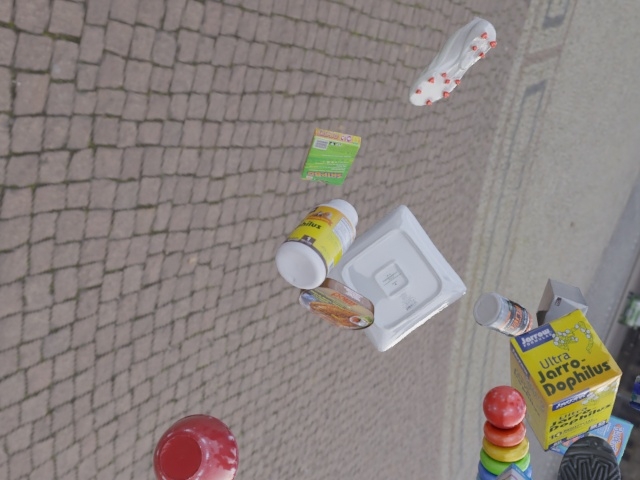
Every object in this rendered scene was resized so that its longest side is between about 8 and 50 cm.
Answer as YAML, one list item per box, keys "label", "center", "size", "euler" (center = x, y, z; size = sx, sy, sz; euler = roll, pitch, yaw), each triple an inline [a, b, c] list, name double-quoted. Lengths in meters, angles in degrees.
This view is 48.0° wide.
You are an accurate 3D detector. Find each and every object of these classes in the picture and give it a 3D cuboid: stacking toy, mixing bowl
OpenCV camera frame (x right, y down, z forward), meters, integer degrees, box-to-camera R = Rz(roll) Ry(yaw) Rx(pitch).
- label: "stacking toy"
  center: [0.399, 0.457, 1.550]
  size: [0.141, 0.141, 0.331]
  euler: [-35, 126, -50]
- label: "mixing bowl"
  center: [-0.261, 0.435, 1.430]
  size: [0.182, 0.181, 0.098]
  euler: [-63, 164, -13]

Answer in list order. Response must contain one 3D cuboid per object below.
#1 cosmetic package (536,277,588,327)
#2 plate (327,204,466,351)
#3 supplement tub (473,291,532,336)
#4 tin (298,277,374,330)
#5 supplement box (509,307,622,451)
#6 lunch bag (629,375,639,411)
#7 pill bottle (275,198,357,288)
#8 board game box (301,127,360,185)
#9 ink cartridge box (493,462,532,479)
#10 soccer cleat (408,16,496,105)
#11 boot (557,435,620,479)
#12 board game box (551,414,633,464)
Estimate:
- label: "cosmetic package"
  center: [0.683, 0.200, 2.046]
  size: [0.238, 0.107, 0.127]
  euler: [-43, 151, -73]
- label: "plate"
  center: [0.180, 0.097, 1.801]
  size: [0.277, 0.278, 0.045]
  euler: [-37, 177, 4]
- label: "supplement tub"
  center: [0.601, 0.248, 2.352]
  size: [0.190, 0.117, 0.117]
  euler: [22, 89, -35]
- label: "tin"
  center: [0.038, 0.140, 1.588]
  size: [0.189, 0.106, 0.040]
  euler: [32, 50, -28]
- label: "supplement box"
  center: [0.616, 0.366, 1.838]
  size: [0.194, 0.195, 0.357]
  euler: [-24, 144, 0]
- label: "lunch bag"
  center: [0.747, 0.342, 1.474]
  size: [0.219, 0.176, 0.090]
  euler: [82, 26, -85]
- label: "pill bottle"
  center: [0.000, 0.000, 1.550]
  size: [0.215, 0.117, 0.117]
  euler: [-51, 150, -45]
- label: "board game box"
  center: [0.024, -0.224, 1.984]
  size: [0.259, 0.124, 0.039]
  euler: [114, -15, -65]
- label: "ink cartridge box"
  center: [0.258, 0.378, 1.016]
  size: [0.088, 0.052, 0.122]
  euler: [-48, 169, 13]
- label: "soccer cleat"
  center: [0.237, -0.327, 1.321]
  size: [0.196, 0.076, 0.068]
  euler: [-42, 131, 17]
- label: "boot"
  center: [0.697, 0.731, 1.917]
  size: [0.445, 0.146, 0.367]
  euler: [52, 47, -63]
- label: "board game box"
  center: [0.798, 0.581, 2.140]
  size: [0.047, 0.210, 0.160]
  euler: [10, 99, -82]
